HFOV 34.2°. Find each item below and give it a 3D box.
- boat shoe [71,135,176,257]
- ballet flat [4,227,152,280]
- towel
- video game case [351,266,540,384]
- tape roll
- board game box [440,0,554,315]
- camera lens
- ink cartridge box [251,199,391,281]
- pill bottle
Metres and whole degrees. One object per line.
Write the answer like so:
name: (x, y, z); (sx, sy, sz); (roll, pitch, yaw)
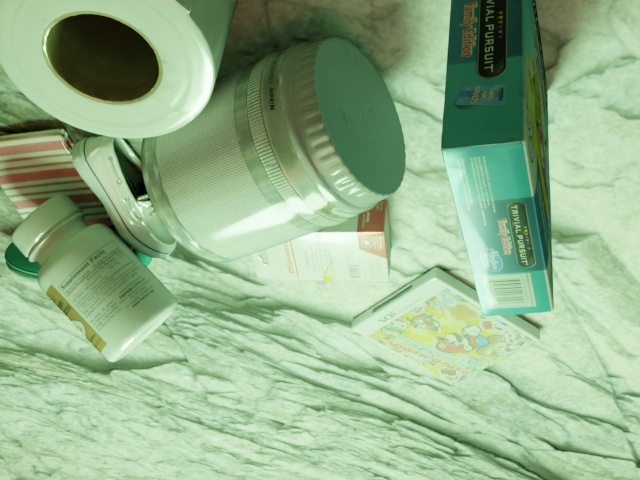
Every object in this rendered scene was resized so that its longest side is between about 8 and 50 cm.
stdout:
boat shoe: (-0.259, -0.058, 1.475); (0.076, 0.083, 0.226); (-13, 135, 27)
ballet flat: (-0.369, 0.032, 1.613); (0.247, 0.083, 0.087); (-6, 152, 20)
towel: (-0.396, -0.086, 1.516); (0.144, 0.029, 0.197); (-5, 137, 17)
video game case: (0.200, 0.144, 1.678); (0.227, 0.026, 0.206); (30, 137, -24)
tape roll: (-0.222, -0.256, 1.160); (0.246, 0.169, 0.246); (6, 141, 5)
board game box: (0.194, -0.131, 1.098); (0.079, 0.336, 0.253); (-4, 139, 16)
camera lens: (-0.062, -0.105, 1.271); (0.274, 0.219, 0.219); (-19, 133, 30)
ink cartridge box: (0.000, 0.000, 1.509); (0.198, 0.067, 0.115); (0, 140, 8)
pill bottle: (-0.325, 0.050, 1.482); (0.229, 0.131, 0.131); (47, 135, 2)
